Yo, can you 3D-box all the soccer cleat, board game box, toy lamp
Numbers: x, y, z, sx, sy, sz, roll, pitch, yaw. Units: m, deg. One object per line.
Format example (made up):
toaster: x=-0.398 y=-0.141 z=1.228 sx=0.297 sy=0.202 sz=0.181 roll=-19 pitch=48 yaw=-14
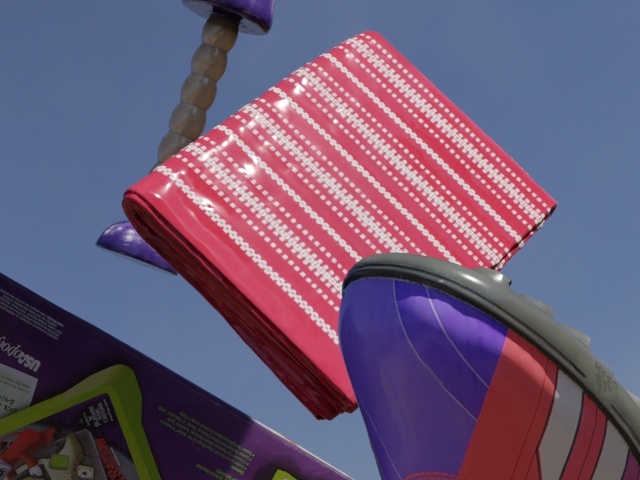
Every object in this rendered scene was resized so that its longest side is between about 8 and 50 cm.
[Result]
soccer cleat: x=0.077 y=0.138 z=0.594 sx=0.108 sy=0.116 sz=0.318 roll=12 pitch=-37 yaw=39
board game box: x=-0.121 y=0.160 z=0.774 sx=0.347 sy=0.208 sz=0.056 roll=36 pitch=-11 yaw=-33
toy lamp: x=-0.101 y=-0.112 z=1.207 sx=0.080 sy=0.275 sz=0.080 roll=19 pitch=-6 yaw=2

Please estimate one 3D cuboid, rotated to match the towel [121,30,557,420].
towel: x=0.020 y=-0.021 z=1.005 sx=0.275 sy=0.199 sz=0.031 roll=-39 pitch=-10 yaw=-41
